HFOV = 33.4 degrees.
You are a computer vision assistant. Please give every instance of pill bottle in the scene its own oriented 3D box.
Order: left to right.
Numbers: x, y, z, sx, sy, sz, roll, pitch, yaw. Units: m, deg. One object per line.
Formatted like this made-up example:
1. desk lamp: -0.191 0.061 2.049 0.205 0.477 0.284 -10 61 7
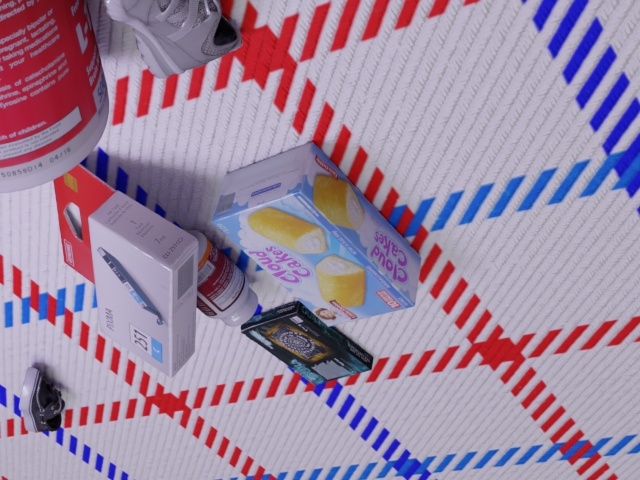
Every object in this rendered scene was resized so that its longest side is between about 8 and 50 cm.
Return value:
1. pill bottle: -0.355 -0.255 1.067 0.229 0.229 0.408 8 144 6
2. pill bottle: -0.160 0.059 1.551 0.086 0.086 0.152 -14 136 31

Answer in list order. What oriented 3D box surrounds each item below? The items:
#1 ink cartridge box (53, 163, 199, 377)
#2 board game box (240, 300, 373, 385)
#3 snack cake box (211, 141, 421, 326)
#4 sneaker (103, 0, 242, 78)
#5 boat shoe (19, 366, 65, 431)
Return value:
1. ink cartridge box: -0.290 0.036 1.490 0.261 0.066 0.296 32 147 14
2. board game box: -0.021 0.167 1.705 0.126 0.026 0.186 -20 133 37
3. snack cake box: 0.000 0.000 1.423 0.152 0.089 0.264 -18 134 34
4. sneaker: -0.153 -0.264 1.092 0.115 0.105 0.281 -11 166 5
5. boat shoe: -0.515 0.305 1.993 0.076 0.080 0.228 9 145 -6
